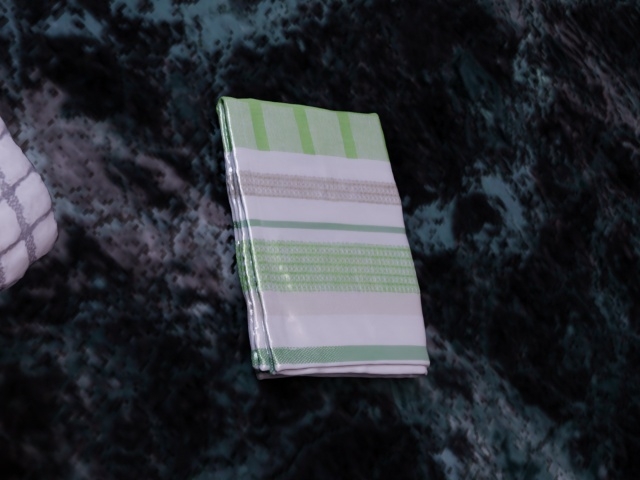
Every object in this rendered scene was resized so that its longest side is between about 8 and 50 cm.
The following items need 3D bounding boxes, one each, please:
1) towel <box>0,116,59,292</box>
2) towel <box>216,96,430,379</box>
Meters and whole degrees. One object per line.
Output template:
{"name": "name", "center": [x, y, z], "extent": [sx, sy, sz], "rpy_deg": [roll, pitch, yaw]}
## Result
{"name": "towel", "center": [-0.267, -0.032, 0.494], "extent": [0.284, 0.121, 0.235], "rpy_deg": [50, 57, -4]}
{"name": "towel", "center": [0.000, 0.000, 0.751], "extent": [0.113, 0.023, 0.152], "rpy_deg": [4, 67, -38]}
